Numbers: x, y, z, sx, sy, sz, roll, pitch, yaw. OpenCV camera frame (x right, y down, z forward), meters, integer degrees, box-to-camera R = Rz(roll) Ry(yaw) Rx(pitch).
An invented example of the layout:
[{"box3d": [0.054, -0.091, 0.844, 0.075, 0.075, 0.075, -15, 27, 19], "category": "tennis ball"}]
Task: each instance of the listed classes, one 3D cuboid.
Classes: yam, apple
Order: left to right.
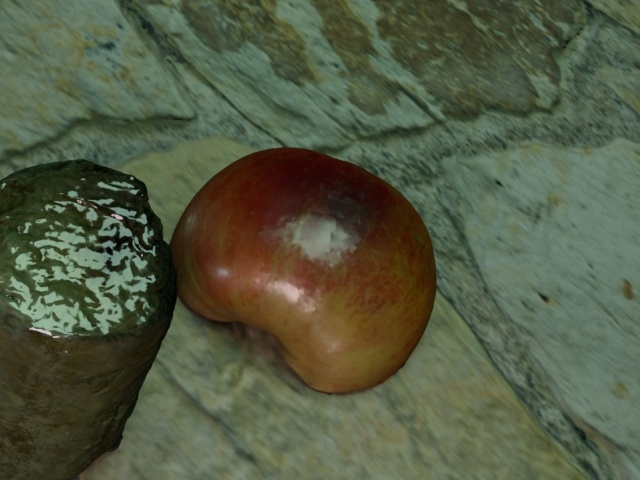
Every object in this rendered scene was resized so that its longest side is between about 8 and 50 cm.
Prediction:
[{"box3d": [-0.236, 0.074, 1.367, 0.195, 0.300, 0.195, 10, 53, -14], "category": "yam"}, {"box3d": [0.000, 0.000, 1.644, 0.293, 0.163, 0.251, 33, 47, 4], "category": "apple"}]
